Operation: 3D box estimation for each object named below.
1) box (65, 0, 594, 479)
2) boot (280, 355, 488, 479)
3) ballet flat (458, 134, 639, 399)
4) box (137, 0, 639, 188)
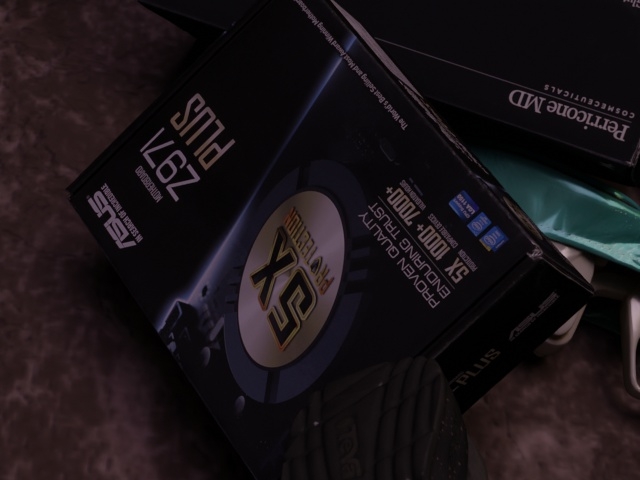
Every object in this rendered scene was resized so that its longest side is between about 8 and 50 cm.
[{"bbox_3d":[0.000,0.000,0.614,0.180,0.147,0.077,53,13,27],"label":"box"},{"bbox_3d":[0.037,0.167,0.469,0.083,0.161,0.246,-16,29,27],"label":"boot"},{"bbox_3d":[0.147,0.027,0.689,0.247,0.083,0.087,22,63,6],"label":"ballet flat"},{"bbox_3d":[0.066,-0.156,0.718,0.261,0.103,0.184,21,89,15],"label":"box"}]
